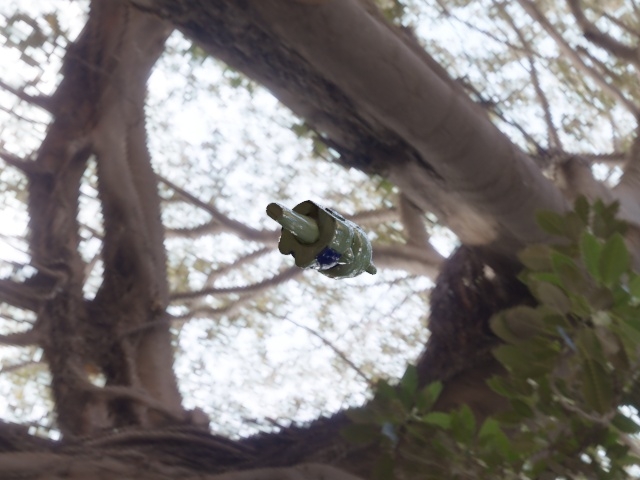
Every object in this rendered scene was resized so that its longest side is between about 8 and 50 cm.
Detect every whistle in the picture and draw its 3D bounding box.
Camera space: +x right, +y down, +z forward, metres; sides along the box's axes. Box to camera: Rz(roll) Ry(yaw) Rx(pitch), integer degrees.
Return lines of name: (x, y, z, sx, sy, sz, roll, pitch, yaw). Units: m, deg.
whistle: (0.000, 0.000, 1.721, 0.110, 0.244, 0.092, 39, -83, 36)
